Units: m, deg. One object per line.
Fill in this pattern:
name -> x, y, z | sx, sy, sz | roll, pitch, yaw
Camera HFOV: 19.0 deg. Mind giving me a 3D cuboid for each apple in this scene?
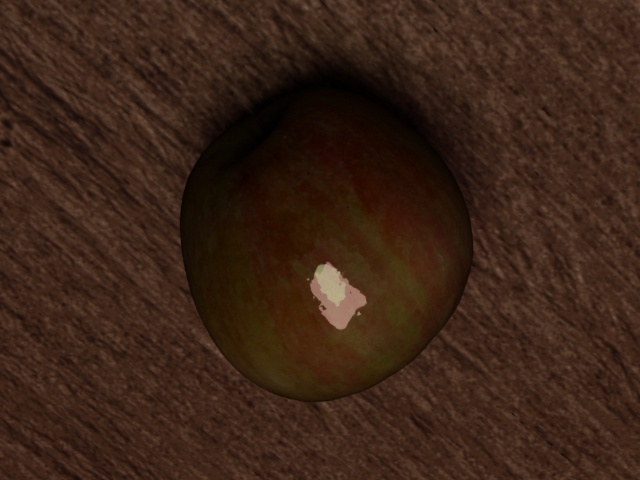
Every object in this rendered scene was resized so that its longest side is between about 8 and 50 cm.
apple -> 0.000, 0.000, 1.653 | 0.257, 0.257, 0.234 | -28, 115, 19
